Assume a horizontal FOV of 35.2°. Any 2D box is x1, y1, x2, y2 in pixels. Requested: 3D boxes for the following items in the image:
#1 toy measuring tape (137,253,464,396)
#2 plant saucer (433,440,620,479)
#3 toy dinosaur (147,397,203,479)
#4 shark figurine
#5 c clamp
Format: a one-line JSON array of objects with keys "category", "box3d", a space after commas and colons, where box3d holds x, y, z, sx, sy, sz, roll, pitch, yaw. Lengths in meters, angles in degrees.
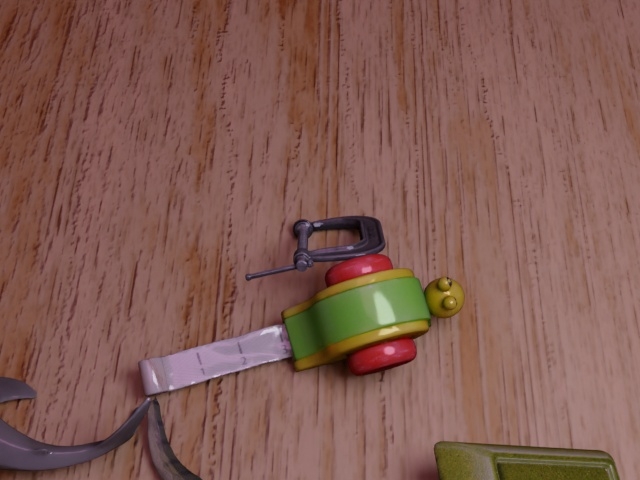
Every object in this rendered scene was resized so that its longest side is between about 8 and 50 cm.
[{"category": "toy measuring tape", "box3d": [-0.011, 0.086, 0.973, 0.330, 0.121, 0.121, -13, 56, -12]}, {"category": "plant saucer", "box3d": [0.206, 0.255, 0.872, 0.188, 0.045, 0.188, 7, 52, -21]}, {"category": "toy dinosaur", "box3d": [-0.103, 0.256, 0.889, 0.268, 0.064, 0.118, 37, 45, 25]}, {"category": "shark figurine", "box3d": [-0.304, 0.155, 0.923, 0.278, 0.116, 0.166, 22, 58, 16]}, {"category": "c clamp", "box3d": [0.000, 0.000, 1.054, 0.137, 0.022, 0.161, -7, 17, 8]}]
